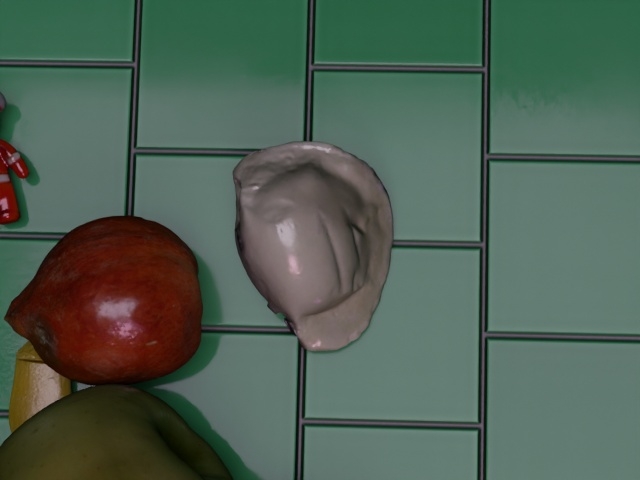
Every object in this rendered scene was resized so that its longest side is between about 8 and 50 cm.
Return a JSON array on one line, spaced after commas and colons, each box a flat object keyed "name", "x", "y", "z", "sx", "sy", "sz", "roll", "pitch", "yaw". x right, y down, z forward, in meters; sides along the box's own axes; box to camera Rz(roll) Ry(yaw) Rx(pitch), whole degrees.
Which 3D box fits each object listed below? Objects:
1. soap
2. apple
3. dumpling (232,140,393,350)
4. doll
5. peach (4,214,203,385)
[{"name": "soap", "x": -0.387, "y": 0.200, "z": 1.913, "sx": 0.089, "sy": 0.033, "sz": 0.169, "roll": -1, "pitch": 82, "yaw": 0}, {"name": "apple", "x": -0.272, "y": 0.365, "z": 1.737, "sx": 0.357, "sy": 0.357, "sz": 0.357, "roll": 0, "pitch": 83, "yaw": 3}, {"name": "dumpling", "x": -0.003, "y": -0.003, "z": 1.879, "sx": 0.227, "sy": 0.243, "sz": 0.175, "roll": -26, "pitch": 42, "yaw": -18}, {"name": "doll", "x": -0.492, "y": -0.136, "z": 1.942, "sx": 0.142, "sy": 0.076, "sz": 0.245, "roll": -15, "pitch": 86, "yaw": 0}, {"name": "peach", "x": -0.286, "y": 0.084, "z": 1.829, "sx": 0.256, "sy": 0.232, "sz": 0.232, "roll": 2, "pitch": 83, "yaw": -14}]
